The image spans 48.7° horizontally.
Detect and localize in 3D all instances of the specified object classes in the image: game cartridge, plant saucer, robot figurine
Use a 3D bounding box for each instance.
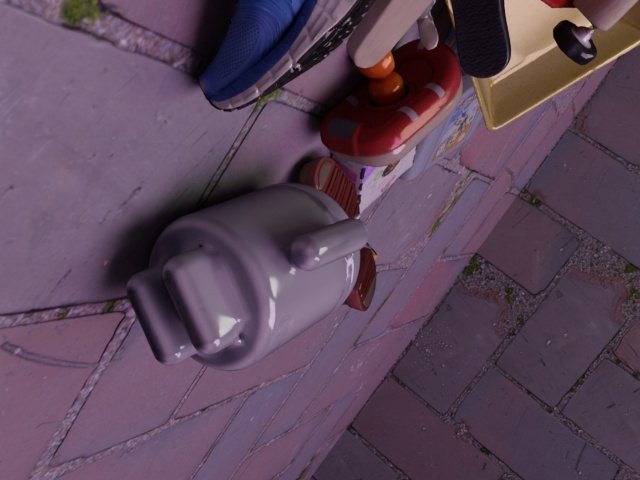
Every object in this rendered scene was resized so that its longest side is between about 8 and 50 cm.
[{"bbox_3d":[0.271,-0.256,1.454,0.297,0.062,0.198,-35,160,-41],"label":"game cartridge"},{"bbox_3d":[0.360,-0.385,1.136,0.333,0.081,0.332,-31,137,3],"label":"plant saucer"},{"bbox_3d":[-0.080,0.039,0.929,0.300,0.199,0.353,-17,-174,38],"label":"robot figurine"}]

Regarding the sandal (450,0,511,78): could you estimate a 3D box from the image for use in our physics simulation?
[{"bbox_3d":[0.219,-0.356,0.979,0.054,0.097,0.254,-47,137,-56],"label":"sandal"}]

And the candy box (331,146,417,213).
[{"bbox_3d":[0.094,-0.156,1.187,0.165,0.070,0.196,-43,159,-25],"label":"candy box"}]

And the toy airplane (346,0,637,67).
[{"bbox_3d":[0.188,-0.377,0.771,0.386,0.272,0.384,-16,149,3],"label":"toy airplane"}]

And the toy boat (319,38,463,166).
[{"bbox_3d":[0.094,-0.221,1.004,0.231,0.151,0.151,-43,131,-24],"label":"toy boat"}]

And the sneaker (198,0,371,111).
[{"bbox_3d":[-0.024,-0.253,0.655,0.330,0.147,0.130,-42,-177,37],"label":"sneaker"}]

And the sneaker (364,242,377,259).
[{"bbox_3d":[0.062,0.067,1.513,0.084,0.083,0.215,-43,161,-30],"label":"sneaker"}]

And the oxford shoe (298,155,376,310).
[{"bbox_3d":[0.000,0.000,1.189,0.348,0.130,0.123,73,33,-45],"label":"oxford shoe"}]

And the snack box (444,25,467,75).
[{"bbox_3d":[0.332,-0.445,1.225,0.187,0.060,0.322,-26,149,-50],"label":"snack box"}]
